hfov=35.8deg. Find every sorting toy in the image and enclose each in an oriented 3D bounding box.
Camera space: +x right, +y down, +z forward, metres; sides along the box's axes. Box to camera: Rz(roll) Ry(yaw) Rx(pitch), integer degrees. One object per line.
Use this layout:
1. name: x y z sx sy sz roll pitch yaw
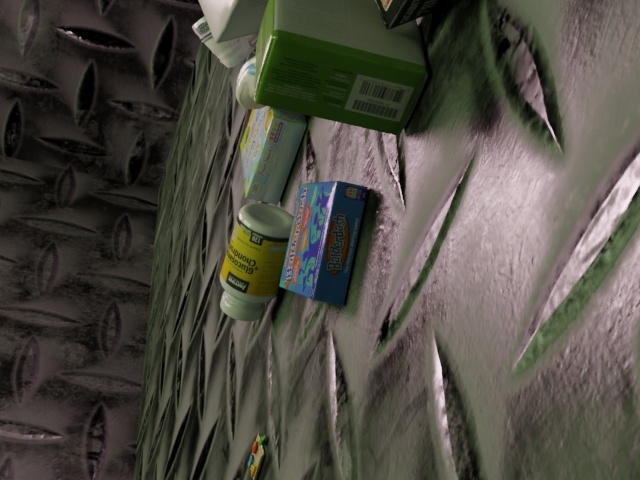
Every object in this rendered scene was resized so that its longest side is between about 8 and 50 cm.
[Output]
1. sorting toy: -0.099 0.331 1.555 0.062 0.012 0.083 -111 35 -65

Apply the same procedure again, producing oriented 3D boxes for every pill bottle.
1. pill bottle: -0.107 0.038 1.639 0.103 0.103 0.184 -106 31 -61

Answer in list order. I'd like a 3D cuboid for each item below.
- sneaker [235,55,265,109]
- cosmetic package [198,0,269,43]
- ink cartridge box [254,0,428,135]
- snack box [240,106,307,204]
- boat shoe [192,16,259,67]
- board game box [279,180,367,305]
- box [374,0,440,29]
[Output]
1. sneaker: -0.067 -0.262 1.654 0.228 0.087 0.092 -21 58 47
2. cosmetic package: -0.037 -0.479 1.465 0.161 0.230 0.453 67 158 6
3. ink cartridge box: 0.020 -0.262 1.240 0.255 0.189 0.097 -92 19 -48
4. snack box: -0.090 -0.194 1.826 0.207 0.070 0.174 -104 30 -55
5. boat shoe: -0.107 -0.402 1.921 0.136 0.156 0.367 -29 10 25
6. board game box: 0.000 0.000 1.380 0.210 0.047 0.160 -174 96 -76
7. box: 0.069 -0.412 1.055 0.295 0.073 0.293 137 111 -79
